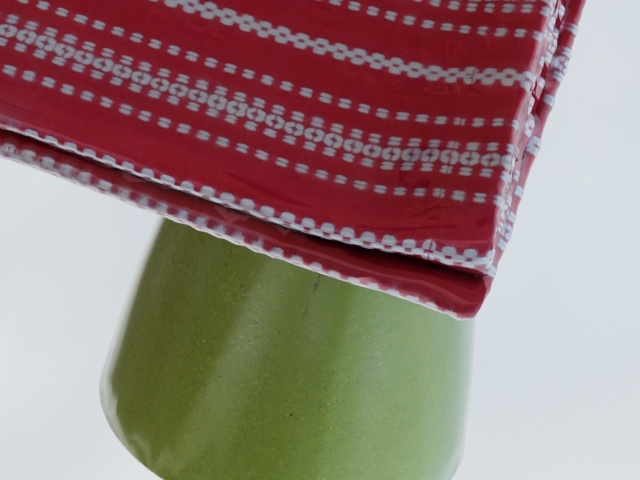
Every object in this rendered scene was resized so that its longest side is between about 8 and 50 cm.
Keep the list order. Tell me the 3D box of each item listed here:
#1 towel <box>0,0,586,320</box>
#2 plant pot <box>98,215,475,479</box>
[{"bbox_3d":[-0.010,-0.123,0.510,0.031,0.198,0.275,107,3,-57],"label":"towel"},{"bbox_3d":[0.000,0.000,1.252,0.275,0.274,0.294,-118,-146,-54],"label":"plant pot"}]
